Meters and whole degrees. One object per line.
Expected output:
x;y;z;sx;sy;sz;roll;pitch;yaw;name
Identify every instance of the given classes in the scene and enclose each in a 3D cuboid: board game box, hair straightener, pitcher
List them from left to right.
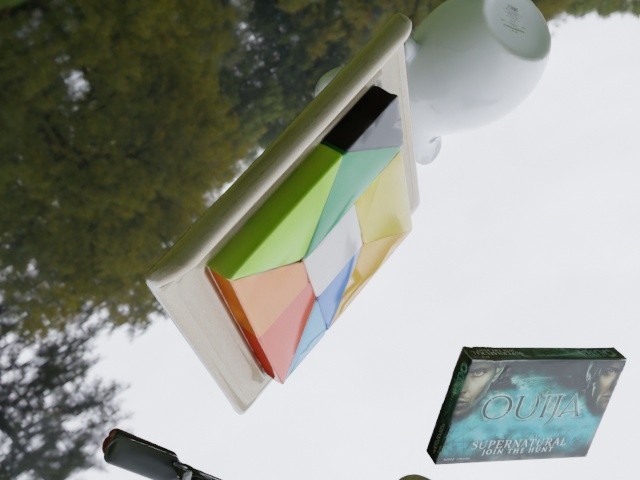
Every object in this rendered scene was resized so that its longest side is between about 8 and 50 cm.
-0.177;0.317;1.105;0.047;0.230;0.089;-60;-167;-8;hair straightener
0.109;-0.166;0.846;0.178;0.125;0.207;9;155;-28;pitcher
0.207;0.164;0.845;0.186;0.126;0.026;3;-154;-23;board game box

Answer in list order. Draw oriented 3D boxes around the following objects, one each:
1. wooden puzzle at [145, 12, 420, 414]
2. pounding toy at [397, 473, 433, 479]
0.000;0.000;0.560;0.044;0.238;0.221;34;-110;21;wooden puzzle
0.086;0.327;0.809;0.154;0.155;0.269;25;-137;29;pounding toy
